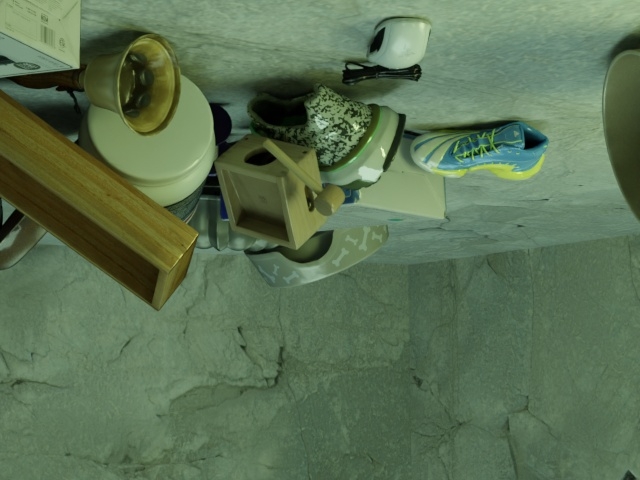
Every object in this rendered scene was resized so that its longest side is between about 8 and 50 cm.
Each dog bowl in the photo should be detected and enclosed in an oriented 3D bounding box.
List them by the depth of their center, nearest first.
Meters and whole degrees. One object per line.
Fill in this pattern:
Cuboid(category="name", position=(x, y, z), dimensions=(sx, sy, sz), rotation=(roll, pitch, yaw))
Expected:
Cuboid(category="dog bowl", position=(0.000, 0.000, 2.214), dimensions=(0.349, 0.102, 0.349), rotation=(-22, -168, 5))

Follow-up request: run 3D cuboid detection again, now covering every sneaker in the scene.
Cuboid(category="sneaker", position=(-0.050, -0.171, 1.484), dimensions=(0.182, 0.158, 0.410), rotation=(37, 154, -27))
Cuboid(category="sneaker", position=(0.280, -0.169, 1.637), dimensions=(0.240, 0.091, 0.126), rotation=(2, 154, -14))

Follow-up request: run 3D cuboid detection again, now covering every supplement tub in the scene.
Cuboid(category="supplement tub", position=(-0.257, -0.119, 1.392), dimensions=(0.191, 0.191, 0.272), rotation=(1, 163, -14))

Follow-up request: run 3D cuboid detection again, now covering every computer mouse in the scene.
Cuboid(category="computer mouse", position=(0.090, -0.230, 1.201), dimensions=(0.106, 0.042, 0.193), rotation=(1, 173, -6))

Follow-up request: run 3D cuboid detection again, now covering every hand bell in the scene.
Cuboid(category="hand bell", position=(-0.314, -0.207, 1.227), dimensions=(0.242, 0.126, 0.126), rotation=(9, 178, 27))

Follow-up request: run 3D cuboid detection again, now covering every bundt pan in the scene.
Cuboid(category="bundt pan", position=(-0.204, -0.048, 2.079), dimensions=(0.331, 0.124, 0.331), rotation=(2, -173, 0))

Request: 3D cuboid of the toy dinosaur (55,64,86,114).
Cuboid(category="toy dinosaur", position=(-0.342, -0.224, 1.335), dimensions=(0.082, 0.047, 0.090), rotation=(6, 143, 21))

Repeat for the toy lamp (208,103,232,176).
Cuboid(category="toy lamp", position=(-0.187, -0.163, 1.619), dimensions=(0.080, 0.080, 0.274), rotation=(1, 171, -8))

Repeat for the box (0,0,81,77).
Cuboid(category="box", position=(-0.420, -0.228, 1.001), dimensions=(0.290, 0.087, 0.169), rotation=(-3, 173, 20))

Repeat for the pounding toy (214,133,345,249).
Cuboid(category="pounding toy", position=(-0.040, -0.087, 1.358), dimensions=(0.206, 0.181, 0.094), rotation=(16, -136, 33))

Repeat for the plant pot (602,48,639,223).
Cuboid(category="plant pot", position=(0.541, -0.151, 1.208), dimensions=(0.274, 0.256, 0.256), rotation=(-16, 174, -4))

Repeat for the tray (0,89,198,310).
Cuboid(category="tray", position=(-0.354, -0.076, 1.270), dimensions=(0.411, 0.076, 0.203), rotation=(35, 158, 0))

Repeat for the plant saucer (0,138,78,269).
Cuboid(category="plant saucer", position=(-0.461, -0.062, 1.592), dimensions=(0.050, 0.310, 0.310), rotation=(40, 157, -19))

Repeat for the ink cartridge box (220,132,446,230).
Cuboid(category="ink cartridge box", position=(-0.003, -0.105, 1.784), dimensions=(0.395, 0.151, 0.270), rotation=(-7, 170, 41))

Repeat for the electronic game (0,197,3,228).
Cuboid(category="electronic game", position=(-0.554, -0.100, 1.499), dimensions=(0.048, 0.229, 0.229), rotation=(-18, -177, -29))
